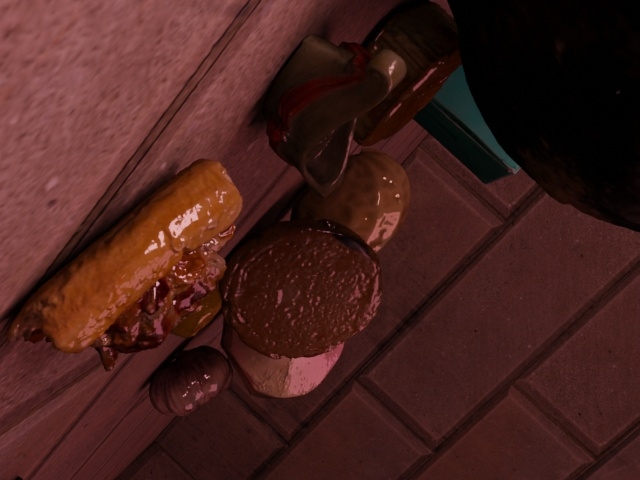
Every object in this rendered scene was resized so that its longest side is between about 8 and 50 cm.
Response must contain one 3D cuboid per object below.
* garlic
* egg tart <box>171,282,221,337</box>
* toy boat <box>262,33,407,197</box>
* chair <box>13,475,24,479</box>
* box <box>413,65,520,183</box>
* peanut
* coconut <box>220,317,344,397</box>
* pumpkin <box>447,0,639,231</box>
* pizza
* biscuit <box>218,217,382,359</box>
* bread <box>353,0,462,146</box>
[{"bbox_3d":[-0.226,0.239,1.401,0.147,0.102,0.159,-32,176,40],"label":"garlic"},{"bbox_3d":[-0.153,0.086,0.994,0.105,0.039,0.105,-45,176,-4],"label":"egg tart"},{"bbox_3d":[0.004,-0.091,0.568,0.089,0.071,0.185,-45,176,-24],"label":"toy boat"},{"bbox_3d":[-0.301,0.379,0.897,0.106,0.229,0.113,-47,180,-12],"label":"chair"},{"bbox_3d":[0.233,-0.196,1.222,0.118,0.205,0.311,-49,177,4],"label":"box"},{"bbox_3d":[0.000,0.000,1.140,0.305,0.147,0.147,-49,177,12],"label":"peanut"},{"bbox_3d":[-0.075,0.169,1.468,0.233,0.233,0.245,-46,178,-21],"label":"coconut"},{"bbox_3d":[0.291,-0.207,0.539,0.454,0.344,0.454,-45,-177,3],"label":"pumpkin"},{"bbox_3d":[-0.119,0.039,0.526,0.154,0.069,0.194,-47,176,-24],"label":"pizza"},{"bbox_3d":[-0.025,0.065,1.067,0.226,0.226,0.042,-48,-149,15],"label":"biscuit"},{"bbox_3d":[0.074,-0.156,0.761,0.128,0.069,0.140,-48,176,36],"label":"bread"}]
